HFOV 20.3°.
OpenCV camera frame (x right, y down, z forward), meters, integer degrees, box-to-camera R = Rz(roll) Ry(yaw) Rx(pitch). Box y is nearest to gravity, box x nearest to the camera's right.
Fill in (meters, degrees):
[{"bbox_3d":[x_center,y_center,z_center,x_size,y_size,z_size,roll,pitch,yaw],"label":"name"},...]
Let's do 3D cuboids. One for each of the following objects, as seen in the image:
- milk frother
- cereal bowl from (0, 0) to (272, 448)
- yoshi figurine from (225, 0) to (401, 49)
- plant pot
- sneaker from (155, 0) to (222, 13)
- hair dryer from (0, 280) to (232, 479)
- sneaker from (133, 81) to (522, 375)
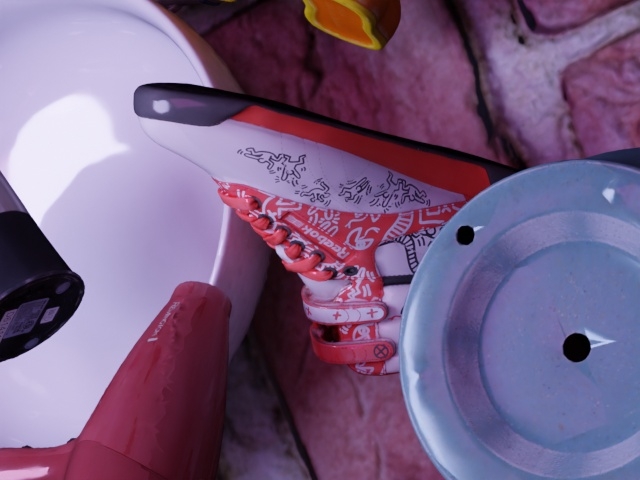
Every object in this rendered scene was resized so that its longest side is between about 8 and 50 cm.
[{"bbox_3d":[-0.244,0.014,1.086,0.129,0.143,0.135,-48,66,21],"label":"milk frother"},{"bbox_3d":[-0.171,-0.003,1.212,0.339,0.141,0.339,-5,78,28],"label":"cereal bowl"},{"bbox_3d":[0.027,-0.314,1.154,0.203,0.203,0.362,15,85,47],"label":"yoshi figurine"},{"bbox_3d":[0.175,0.067,0.951,0.271,0.255,0.272,-6,78,27],"label":"plant pot"},{"bbox_3d":[-0.110,-0.291,1.252,0.115,0.105,0.281,-20,73,23],"label":"sneaker"},{"bbox_3d":[-0.159,0.128,1.012,0.293,0.080,0.223,-39,49,-12],"label":"hair dryer"},{"bbox_3d":[0.001,0.000,1.065,0.090,0.270,0.145,27,102,61],"label":"sneaker"}]
